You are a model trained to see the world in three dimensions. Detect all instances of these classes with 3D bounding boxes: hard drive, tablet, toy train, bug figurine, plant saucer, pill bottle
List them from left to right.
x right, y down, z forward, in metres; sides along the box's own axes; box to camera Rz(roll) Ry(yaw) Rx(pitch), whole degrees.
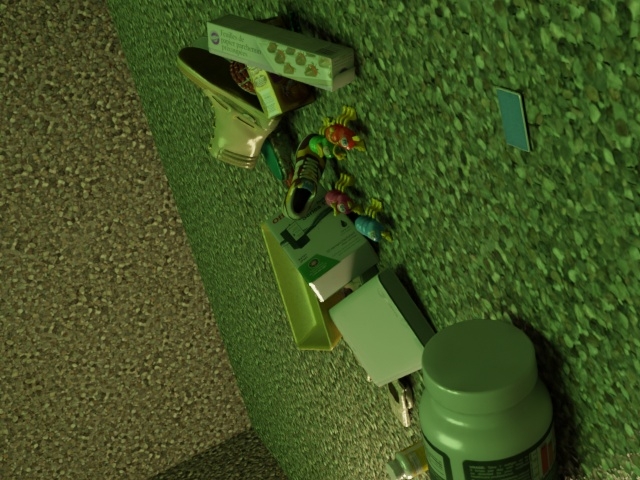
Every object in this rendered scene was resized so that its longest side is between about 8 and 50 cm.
[{"bbox_3d":[-0.048,-0.406,1.875,0.024,0.017,0.083,-119,13,-55],"label":"toy train"},{"bbox_3d":[-0.030,0.090,2.297,0.332,0.081,0.333,159,94,-75],"label":"plant saucer"},{"bbox_3d":[0.048,-0.121,1.872,0.216,0.072,0.279,29,140,64],"label":"bug figurine"},{"bbox_3d":[0.129,0.187,1.996,0.203,0.040,0.307,56,156,5],"label":"hard drive"},{"bbox_3d":[0.205,0.488,2.149,0.065,0.116,0.065,57,161,31],"label":"pill bottle"},{"bbox_3d":[0.270,0.319,1.548,0.210,0.210,0.363,44,152,52],"label":"pill bottle"},{"bbox_3d":[0.256,-0.160,1.282,0.054,0.006,0.083,37,148,59],"label":"tablet"}]

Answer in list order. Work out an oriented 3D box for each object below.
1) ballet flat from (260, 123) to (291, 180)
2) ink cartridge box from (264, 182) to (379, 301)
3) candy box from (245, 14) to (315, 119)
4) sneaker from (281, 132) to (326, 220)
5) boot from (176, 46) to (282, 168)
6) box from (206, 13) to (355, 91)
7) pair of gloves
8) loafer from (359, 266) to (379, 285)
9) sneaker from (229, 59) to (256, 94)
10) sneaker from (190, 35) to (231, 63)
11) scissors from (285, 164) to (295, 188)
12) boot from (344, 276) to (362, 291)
[{"bbox_3d":[-0.115,-0.236,2.212,0.241,0.077,0.091,54,158,29],"label":"ballet flat"},{"bbox_3d":[0.000,0.000,2.022,0.208,0.153,0.087,52,177,39],"label":"ink cartridge box"},{"bbox_3d":[-0.092,-0.344,1.920,0.053,0.109,0.187,-18,97,42],"label":"candy box"},{"bbox_3d":[-0.025,-0.129,1.977,0.084,0.069,0.186,-165,91,-75],"label":"sneaker"},{"bbox_3d":[-0.222,-0.287,2.127,0.262,0.095,0.203,32,137,-2],"label":"boot"},{"bbox_3d":[-0.077,-0.346,1.765,0.324,0.067,0.063,24,129,36],"label":"box"},{"bbox_3d":[0.137,0.297,2.233,0.240,0.042,0.204,56,161,33],"label":"pair of gloves"},{"bbox_3d":[0.112,0.102,2.039,0.125,0.045,0.039,63,170,1],"label":"loafer"},{"bbox_3d":[-0.134,-0.375,2.030,0.092,0.088,0.225,43,-157,-37],"label":"sneaker"},{"bbox_3d":[-0.175,-0.377,2.226,0.256,0.094,0.151,33,172,37],"label":"sneaker"},{"bbox_3d":[-0.046,-0.095,2.292,0.297,0.021,0.109,62,164,14],"label":"scissors"},{"bbox_3d":[0.087,0.109,2.128,0.087,0.042,0.118,59,163,17],"label":"boot"}]
